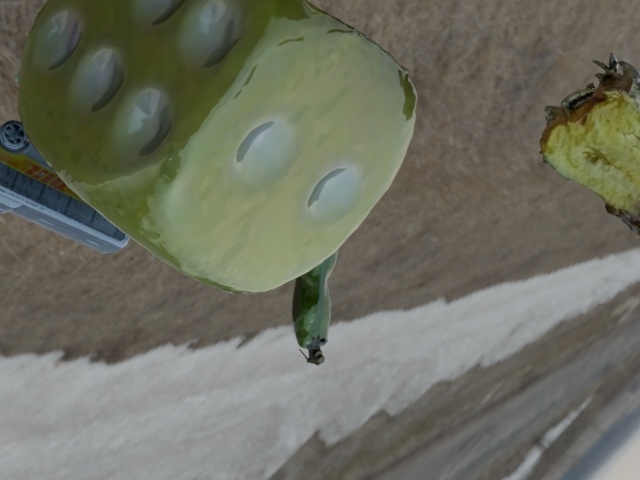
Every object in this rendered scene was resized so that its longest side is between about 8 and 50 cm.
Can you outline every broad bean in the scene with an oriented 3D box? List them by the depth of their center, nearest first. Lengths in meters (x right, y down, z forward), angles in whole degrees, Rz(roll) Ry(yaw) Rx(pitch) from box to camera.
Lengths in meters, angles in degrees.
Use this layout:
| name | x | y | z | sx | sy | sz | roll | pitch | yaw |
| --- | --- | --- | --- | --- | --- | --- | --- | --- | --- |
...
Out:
| name | x | y | z | sx | sy | sz | roll | pitch | yaw |
| --- | --- | --- | --- | --- | --- | --- | --- | --- | --- |
| broad bean | -0.002 | 0.000 | 1.049 | 0.046 | 0.065 | 0.255 | 3 | 97 | -22 |

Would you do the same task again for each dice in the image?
| name | x | y | z | sx | sy | sz | roll | pitch | yaw |
| --- | --- | --- | --- | --- | --- | --- | --- | --- | --- |
| dice | -0.083 | -0.113 | 0.816 | 0.227 | 0.238 | 0.233 | -51 | 144 | 6 |

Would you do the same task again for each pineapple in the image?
| name | x | y | z | sx | sy | sz | roll | pitch | yaw |
| --- | --- | --- | --- | --- | --- | --- | --- | --- | --- |
| pineapple | 0.323 | -0.083 | 0.948 | 0.236 | 0.186 | 0.114 | 5 | 157 | -30 |

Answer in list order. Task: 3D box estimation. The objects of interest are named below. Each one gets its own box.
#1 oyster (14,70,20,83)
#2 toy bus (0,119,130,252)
| name | x | y | z | sx | sy | sz | roll | pitch | yaw |
| --- | --- | --- | --- | --- | --- | --- | --- | --- | --- |
| oyster | -0.216 | -0.211 | 1.246 | 0.252 | 0.087 | 0.199 | -37 | 145 | 10 |
| toy bus | -0.260 | -0.052 | 0.932 | 0.190 | 0.064 | 0.075 | 25 | 70 | -30 |
